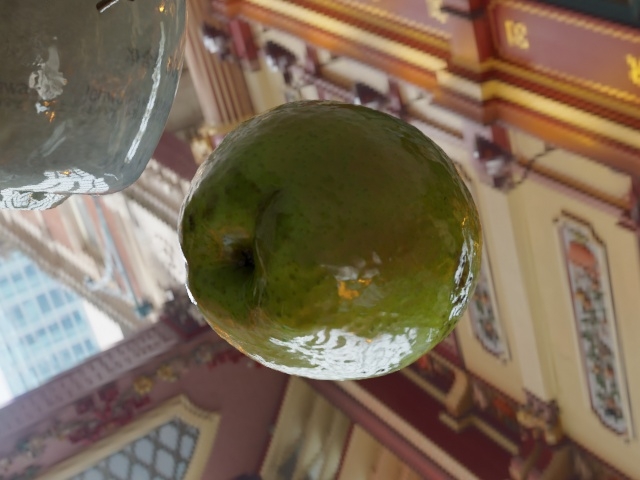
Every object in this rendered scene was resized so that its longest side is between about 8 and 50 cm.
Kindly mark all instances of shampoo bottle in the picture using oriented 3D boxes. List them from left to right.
[{"bbox_3d":[-0.286,-0.187,1.178,0.322,0.317,0.322,0,-179,0],"label":"shampoo bottle"}]

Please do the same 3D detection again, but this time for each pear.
[{"bbox_3d":[0.000,0.000,1.590,0.391,0.391,0.391,-11,-149,7],"label":"pear"}]

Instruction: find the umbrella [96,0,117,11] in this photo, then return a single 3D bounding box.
[{"bbox_3d":[-0.110,-0.217,0.965,0.165,0.025,0.027,-25,-120,30],"label":"umbrella"}]
